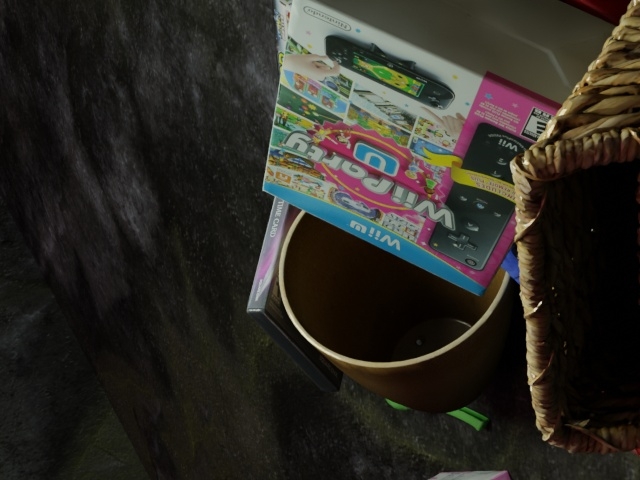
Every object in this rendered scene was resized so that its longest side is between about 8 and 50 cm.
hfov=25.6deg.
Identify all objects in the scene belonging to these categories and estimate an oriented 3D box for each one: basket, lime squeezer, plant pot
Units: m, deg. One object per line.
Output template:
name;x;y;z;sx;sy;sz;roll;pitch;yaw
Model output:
basket;0.274;0.010;0.956;0.213;0.223;0.299;16;138;27
lime squeezer;0.090;0.143;1.765;0.310;0.058;0.110;54;154;28
plant pot;0.103;0.079;1.489;0.237;0.237;0.254;50;172;33

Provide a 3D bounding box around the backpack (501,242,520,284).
backpack;0.221;0.006;1.300;0.101;0.098;0.120;50;155;-1

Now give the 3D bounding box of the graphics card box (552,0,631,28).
graphics card box;0.141;-0.153;1.178;0.232;0.094;0.371;31;155;-8

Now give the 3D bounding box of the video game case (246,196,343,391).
video game case;0.000;0.000;1.535;0.026;0.274;0.196;-1;150;27

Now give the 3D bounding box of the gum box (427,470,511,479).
gum box;0.184;0.347;1.746;0.107;0.062;0.188;66;157;0

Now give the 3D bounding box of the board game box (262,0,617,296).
board game box;0.082;-0.096;1.124;0.224;0.098;0.303;26;155;5

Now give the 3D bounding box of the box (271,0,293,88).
box;-0.009;-0.189;1.687;0.114;0.036;0.207;44;148;42

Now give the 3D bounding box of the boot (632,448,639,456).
boot;0.311;0.125;1.242;0.176;0.088;0.244;44;156;39
